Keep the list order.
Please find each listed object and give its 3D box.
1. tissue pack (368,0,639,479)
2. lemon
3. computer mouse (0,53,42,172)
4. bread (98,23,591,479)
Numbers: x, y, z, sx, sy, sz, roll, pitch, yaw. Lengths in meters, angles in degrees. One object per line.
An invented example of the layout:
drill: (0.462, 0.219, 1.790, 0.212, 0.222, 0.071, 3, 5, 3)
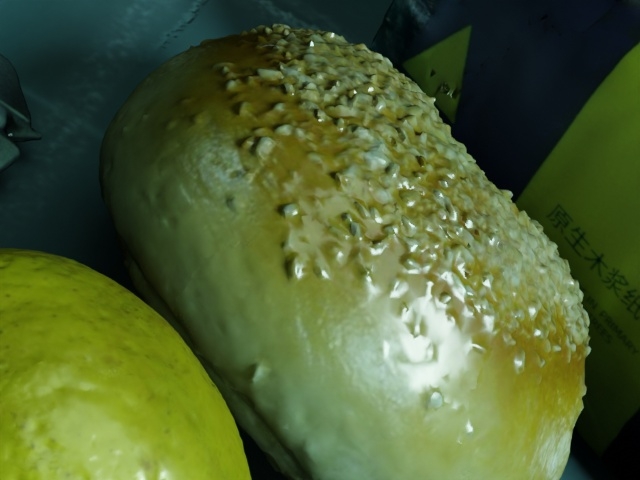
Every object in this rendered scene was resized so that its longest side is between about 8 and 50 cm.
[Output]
tissue pack: (0.240, -0.018, 0.913, 0.264, 0.253, 0.416, -22, 62, -37)
lemon: (-0.122, 0.091, 0.705, 0.170, 0.170, 0.207, -14, 51, -34)
computer mouse: (-0.258, -0.093, 0.867, 0.231, 0.071, 0.126, 19, 46, -10)
bread: (-0.004, -0.004, 0.809, 0.192, 0.171, 0.314, 28, 24, -57)
